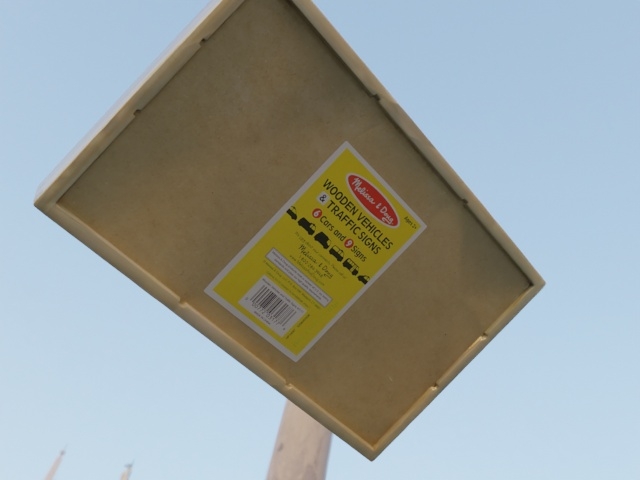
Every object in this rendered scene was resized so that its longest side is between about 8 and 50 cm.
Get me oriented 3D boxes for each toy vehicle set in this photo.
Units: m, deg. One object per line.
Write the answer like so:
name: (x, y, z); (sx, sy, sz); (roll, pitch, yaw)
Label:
toy vehicle set: (0.000, 0.000, 0.372); (0.166, 0.035, 0.267); (-45, -64, 1)
